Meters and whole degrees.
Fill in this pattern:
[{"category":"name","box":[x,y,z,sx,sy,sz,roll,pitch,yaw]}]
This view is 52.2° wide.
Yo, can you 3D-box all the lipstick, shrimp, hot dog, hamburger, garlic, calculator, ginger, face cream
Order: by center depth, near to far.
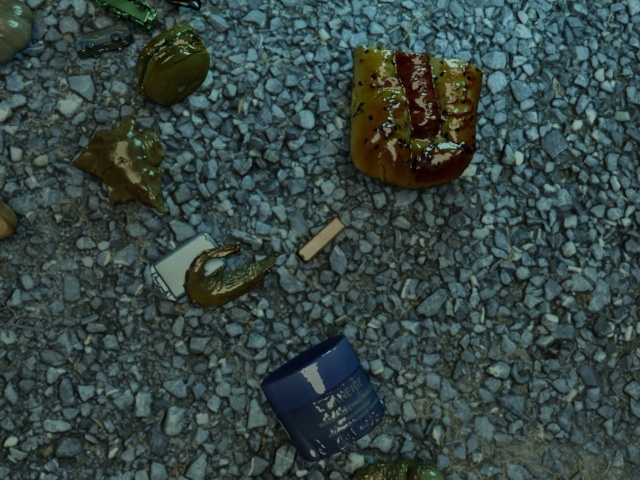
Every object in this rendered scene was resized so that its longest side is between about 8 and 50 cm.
[{"category":"face cream","box":[0.010,0.389,1.614,0.249,0.249,0.225,-31,91,-9]},{"category":"garlic","box":[-0.841,-0.064,1.630,0.206,0.128,0.115,20,38,-8]},{"category":"garlic","box":[-0.854,-0.552,1.661,0.227,0.152,0.228,1,79,-4]},{"category":"ginger","box":[-0.482,-0.179,1.684,0.270,0.123,0.219,44,83,-10]},{"category":"shrimp","box":[-0.239,0.076,1.688,0.253,0.058,0.173,-33,119,-8]},{"category":"hamburger","box":[-0.394,-0.455,1.694,0.215,0.189,0.122,-40,80,-8]},{"category":"calculator","box":[-0.342,0.067,1.711,0.210,0.039,0.121,-35,91,-10]},{"category":"lipstick","box":[0.000,0.000,1.758,0.145,0.045,0.045,-43,88,-9]},{"category":"hot dog","box":[0.245,-0.319,1.758,0.367,0.196,0.366,7,86,-4]}]

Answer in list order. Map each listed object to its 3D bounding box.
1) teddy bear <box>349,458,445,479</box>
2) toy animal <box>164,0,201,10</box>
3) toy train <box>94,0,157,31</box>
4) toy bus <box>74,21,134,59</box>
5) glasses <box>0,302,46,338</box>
[{"category":"teddy bear","box":[0.223,0.685,1.656,0.267,0.156,0.256,-13,83,31]},{"category":"toy animal","box":[-0.395,-0.707,1.776,0.179,0.116,0.219,-16,82,16]},{"category":"toy train","box":[-0.516,-0.617,1.734,0.178,0.104,0.071,27,93,-4]},{"category":"toy bus","box":[-0.579,-0.533,1.746,0.152,0.051,0.061,-19,74,-9]},{"category":"glasses","box":[-0.762,0.202,1.609,0.139,0.104,0.063,22,83,-1]}]
